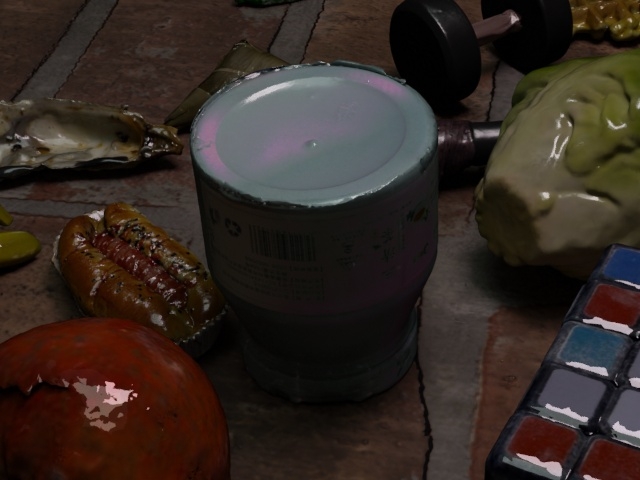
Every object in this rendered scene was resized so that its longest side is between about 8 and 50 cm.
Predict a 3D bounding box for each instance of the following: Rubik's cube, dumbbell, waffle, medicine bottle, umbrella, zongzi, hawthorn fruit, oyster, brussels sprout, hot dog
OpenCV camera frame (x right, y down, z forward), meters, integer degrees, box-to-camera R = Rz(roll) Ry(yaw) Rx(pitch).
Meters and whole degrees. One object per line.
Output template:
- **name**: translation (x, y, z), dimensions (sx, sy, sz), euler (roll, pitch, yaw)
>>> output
- **Rubik's cube**: translation (0.308, 0.218, 1.025), dimensions (0.293, 0.287, 0.292), euler (16, 42, 25)
- **dumbbell**: translation (0.220, -0.286, 1.777), dimensions (0.218, 0.153, 0.152), euler (-24, 42, -23)
- **waffle**: translation (0.406, -0.390, 1.971), dimensions (0.281, 0.058, 0.301), euler (5, 40, 12)
- **medicine bottle**: translation (0.000, 0.000, 1.328), dimensions (0.244, 0.290, 0.245), euler (-2, 40, 2)
- **umbrella**: translation (0.082, -0.107, 1.614), dimensions (0.326, 0.094, 0.090), euler (-3, 45, 0)
- **zongzi**: translation (-0.099, -0.181, 1.744), dimensions (0.160, 0.078, 0.176), euler (26, 57, 32)
- **hawthorn fruit**: translation (-0.197, 0.183, 1.156), dimensions (0.276, 0.276, 0.307), euler (7, 26, 14)
- **oyster**: translation (-0.346, -0.125, 1.701), dimensions (0.344, 0.079, 0.129), euler (1, 59, 4)
- **brussels sprout**: translation (0.324, -0.089, 1.447), dimensions (0.273, 0.243, 0.317), euler (10, 41, 26)
- **hot dog**: translation (-0.207, 0.044, 1.463), dimensions (0.144, 0.075, 0.268), euler (-26, 46, -29)

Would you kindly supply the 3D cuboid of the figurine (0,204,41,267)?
- **figurine**: translation (-0.496, -0.047, 1.541), dimensions (0.326, 0.218, 0.169), euler (41, 97, 34)

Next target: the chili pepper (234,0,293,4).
- **chili pepper**: translation (-0.034, -0.415, 2.051), dimensions (0.226, 0.059, 0.088), euler (-19, 36, -12)
